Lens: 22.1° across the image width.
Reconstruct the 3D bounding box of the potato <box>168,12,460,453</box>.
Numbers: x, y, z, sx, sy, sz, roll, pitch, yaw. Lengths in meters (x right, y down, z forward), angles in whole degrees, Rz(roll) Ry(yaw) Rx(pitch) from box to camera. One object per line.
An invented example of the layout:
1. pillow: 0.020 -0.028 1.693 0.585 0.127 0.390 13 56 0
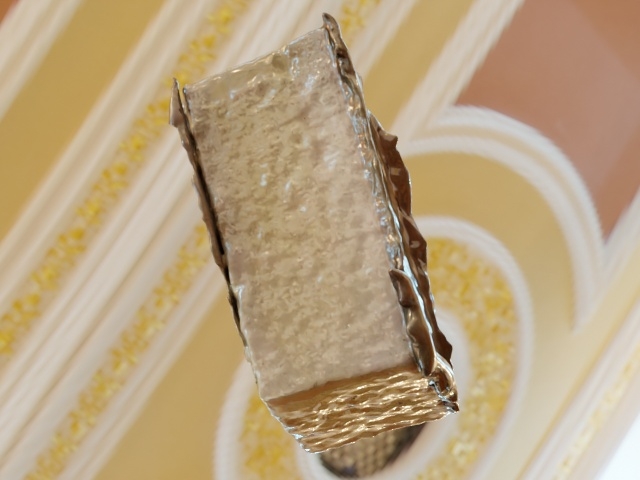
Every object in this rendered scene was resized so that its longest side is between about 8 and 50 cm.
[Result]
1. potato: 0.001 0.002 0.507 0.061 0.122 0.086 -19 -25 7
